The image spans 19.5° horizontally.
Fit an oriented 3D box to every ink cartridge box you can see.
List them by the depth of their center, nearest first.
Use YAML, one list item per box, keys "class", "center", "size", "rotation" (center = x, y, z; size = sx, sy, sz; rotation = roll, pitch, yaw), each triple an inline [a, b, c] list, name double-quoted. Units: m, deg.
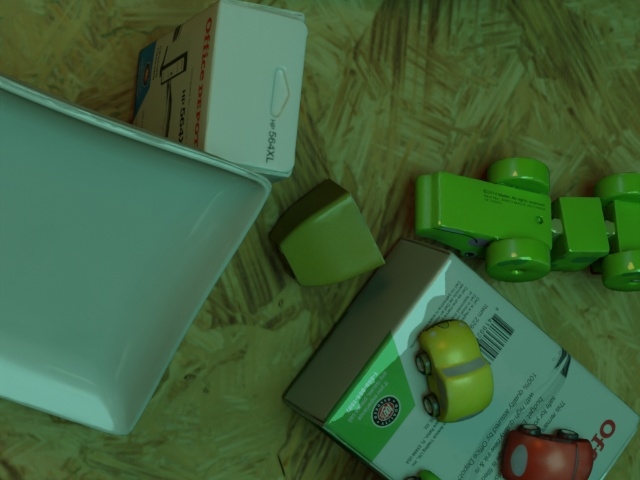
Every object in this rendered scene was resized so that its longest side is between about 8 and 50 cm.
- class: "ink cartridge box"
  center: [-0.096, -0.117, 1.653]
  size: [0.086, 0.203, 0.148]
  rotation: [9, 78, -23]
- class: "ink cartridge box"
  center: [0.143, 0.170, 1.851]
  size: [0.289, 0.121, 0.211]
  rotation: [41, 81, -22]

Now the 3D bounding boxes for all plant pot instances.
- class: "plant pot"
  center: [0.000, 0.000, 1.794]
  size: [0.083, 0.081, 0.081]
  rotation: [-29, 107, -7]

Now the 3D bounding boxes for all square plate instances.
- class: "square plate"
  center: [-0.261, -0.002, 1.580]
  size: [0.344, 0.049, 0.347]
  rotation: [21, 129, -14]

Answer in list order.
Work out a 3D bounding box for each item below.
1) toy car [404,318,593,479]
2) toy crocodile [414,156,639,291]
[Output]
- class: "toy car"
  center: [0.135, 0.222, 1.758]
  size: [0.239, 0.053, 0.225]
  rotation: [44, 81, -22]
- class: "toy crocodile"
  center: [0.245, -0.007, 1.890]
  size: [0.340, 0.105, 0.115]
  rotation: [7, 66, -23]
